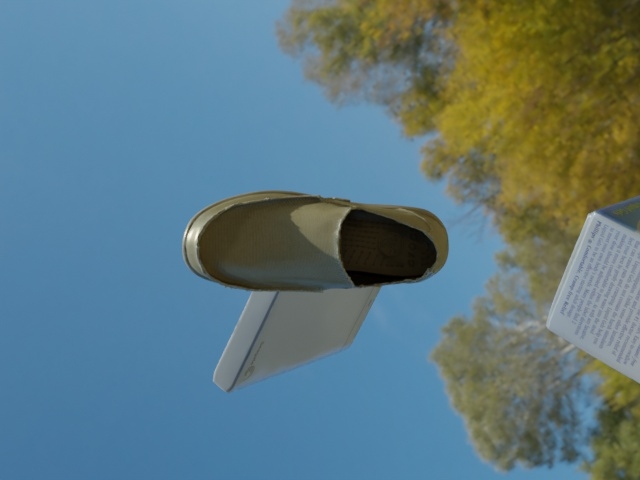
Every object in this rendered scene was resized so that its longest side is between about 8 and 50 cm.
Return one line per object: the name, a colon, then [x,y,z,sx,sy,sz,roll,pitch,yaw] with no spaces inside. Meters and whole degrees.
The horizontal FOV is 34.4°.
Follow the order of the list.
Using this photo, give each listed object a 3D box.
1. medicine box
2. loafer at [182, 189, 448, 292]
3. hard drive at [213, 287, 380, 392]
medicine box: [0.442,0.073,1.103,0.289,0.149,0.263,31,-151,32]
loafer: [0.000,0.000,1.008,0.092,0.268,0.102,-161,69,-83]
hard drive: [-0.014,0.117,1.729,0.047,0.233,0.353,37,-155,25]
